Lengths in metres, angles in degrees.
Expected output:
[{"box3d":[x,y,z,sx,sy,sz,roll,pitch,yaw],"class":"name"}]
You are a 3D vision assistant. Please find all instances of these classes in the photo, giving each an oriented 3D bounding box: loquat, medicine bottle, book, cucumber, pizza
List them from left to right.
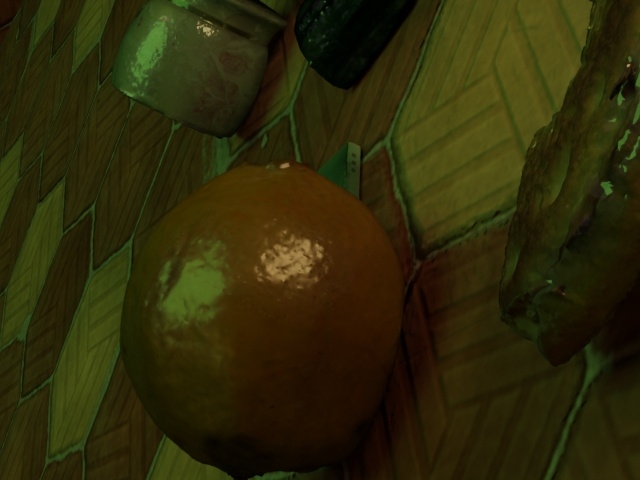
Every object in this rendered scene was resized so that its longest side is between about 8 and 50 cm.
[{"box3d":[-0.123,-0.193,1.448,0.143,0.147,0.147,-65,22,8],"class":"medicine bottle"},{"box3d":[-0.037,0.060,0.983,0.187,0.176,0.234,12,92,27],"class":"loquat"},{"box3d":[0.000,0.000,1.166,0.103,0.017,0.135,-43,34,44],"class":"book"},{"box3d":[0.028,-0.211,1.228,0.115,0.062,0.116,-48,32,36],"class":"cucumber"},{"box3d":[0.173,-0.077,0.724,0.161,0.085,0.305,-97,26,-73],"class":"pizza"}]
